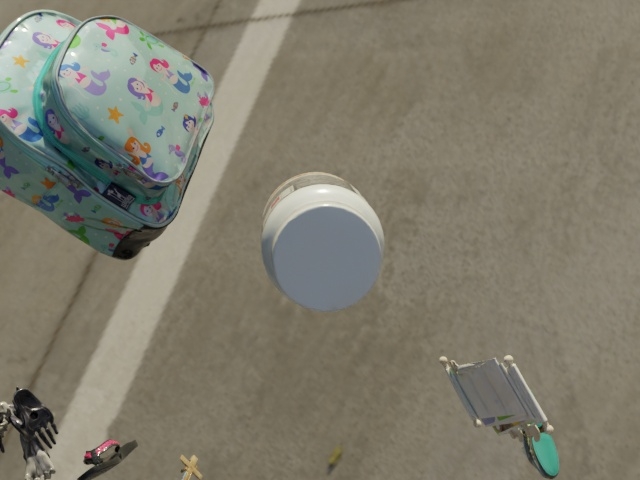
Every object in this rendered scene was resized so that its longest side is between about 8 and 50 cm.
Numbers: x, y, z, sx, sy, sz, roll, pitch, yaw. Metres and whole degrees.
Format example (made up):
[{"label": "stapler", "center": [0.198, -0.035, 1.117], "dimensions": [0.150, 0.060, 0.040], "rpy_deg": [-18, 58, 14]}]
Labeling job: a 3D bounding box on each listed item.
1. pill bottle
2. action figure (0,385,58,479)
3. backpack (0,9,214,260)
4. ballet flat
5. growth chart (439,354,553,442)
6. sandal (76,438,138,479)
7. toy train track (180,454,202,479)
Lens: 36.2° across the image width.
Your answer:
[{"label": "pill bottle", "center": [0.000, 0.000, 1.291], "dimensions": [0.162, 0.162, 0.278], "rpy_deg": [-36, 9, 3]}, {"label": "action figure", "center": [-0.460, 0.286, 1.368], "dimensions": [0.275, 0.164, 0.141], "rpy_deg": [-32, 71, 59]}, {"label": "backpack", "center": [-0.253, -0.130, 1.070], "dimensions": [0.191, 0.253, 0.225], "rpy_deg": [-44, 23, 47]}, {"label": "ballet flat", "center": [0.423, 0.390, 1.958], "dimensions": [0.070, 0.070, 0.188], "rpy_deg": [-21, 63, 18]}, {"label": "growth chart", "center": [0.309, 0.280, 1.742], "dimensions": [0.021, 0.172, 0.237], "rpy_deg": [-28, 4, -26]}, {"label": "sandal", "center": [-0.325, 0.323, 1.472], "dimensions": [0.067, 0.179, 0.040], "rpy_deg": [-28, 89, 6]}, {"label": "toy train track", "center": [-0.202, 0.353, 1.463], "dimensions": [0.014, 0.048, 0.083], "rpy_deg": [-32, 17, 24]}]
